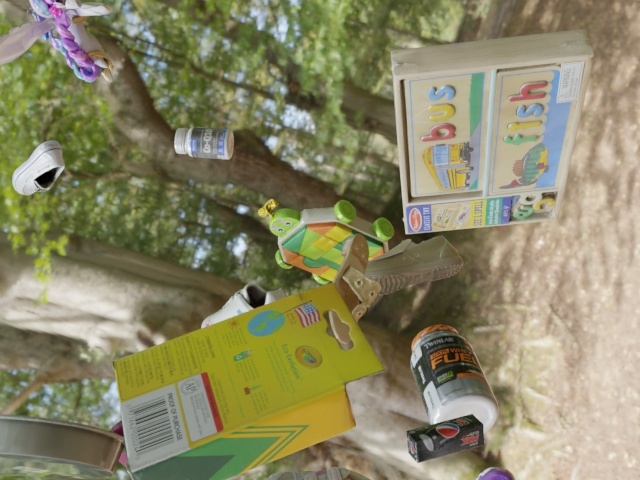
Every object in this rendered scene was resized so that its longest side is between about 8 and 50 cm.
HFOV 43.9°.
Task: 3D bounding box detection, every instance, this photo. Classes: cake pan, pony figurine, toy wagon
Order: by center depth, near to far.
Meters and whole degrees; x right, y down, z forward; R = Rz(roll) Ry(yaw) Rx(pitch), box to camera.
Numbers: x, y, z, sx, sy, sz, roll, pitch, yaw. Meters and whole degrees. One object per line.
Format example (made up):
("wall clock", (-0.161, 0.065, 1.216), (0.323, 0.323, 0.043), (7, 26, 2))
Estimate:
("cake pan", (-0.451, 0.333, 1.249), (0.293, 0.293, 0.054), (98, 176, -65))
("pony figurine", (-0.590, -0.524, 1.751), (0.351, 0.302, 0.364), (-47, -64, -76))
("toy wagon", (0.000, 0.000, 1.944), (0.267, 0.344, 0.068), (-38, 41, 40))

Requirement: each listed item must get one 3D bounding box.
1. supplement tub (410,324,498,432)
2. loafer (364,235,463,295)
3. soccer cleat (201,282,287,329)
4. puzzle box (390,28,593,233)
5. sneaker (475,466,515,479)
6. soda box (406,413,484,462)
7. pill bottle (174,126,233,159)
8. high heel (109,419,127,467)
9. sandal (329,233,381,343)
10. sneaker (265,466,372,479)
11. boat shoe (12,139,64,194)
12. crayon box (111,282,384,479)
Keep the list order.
("supplement tub", (0.370, 0.399, 2.266), (0.316, 0.193, 0.194), (-107, 26, -54))
("loafer", (0.177, 0.052, 1.755), (0.102, 0.268, 0.092), (96, 162, -59))
("soccer cleat", (-0.180, 0.170, 1.928), (0.116, 0.331, 0.143), (-24, -77, -43))
("puzzle box", (0.254, -0.148, 1.235), (0.409, 0.272, 0.052), (75, -168, -57))
("sneaker", (0.348, 0.589, 1.641), (0.104, 0.095, 0.237), (-40, -33, -82))
("soda box", (0.281, 0.444, 1.782), (0.053, 0.168, 0.060), (-140, 41, -67))
("pill bottle", (-0.293, -0.247, 2.004), (0.078, 0.137, 0.078), (4, -90, -85))
("high heel", (-0.264, 0.435, 1.463), (0.127, 0.181, 0.377), (-36, -30, -4))
("sandal", (0.079, 0.078, 1.512), (0.088, 0.079, 0.240), (43, -138, -35))
("sneaker", (0.003, 0.453, 1.424), (0.111, 0.252, 0.103), (-32, 62, 41))
("boat shoe", (-0.685, -0.155, 1.925), (0.083, 0.076, 0.226), (-13, -17, -40))
("crayon box", (-0.092, 0.186, 1.011), (0.202, 0.318, 0.081), (-120, 13, -54))
